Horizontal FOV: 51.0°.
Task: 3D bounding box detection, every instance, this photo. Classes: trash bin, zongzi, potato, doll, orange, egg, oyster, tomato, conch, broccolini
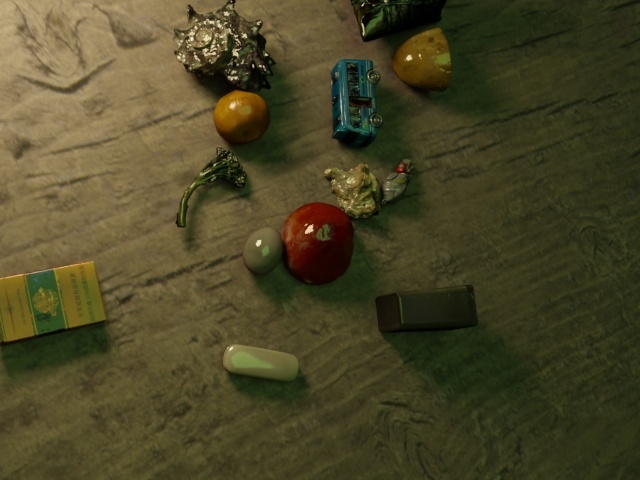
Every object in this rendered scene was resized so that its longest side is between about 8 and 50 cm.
[{"bbox_3d":[0.300,0.198,1.910,0.241,0.164,0.122,-1,79,-22],"label":"trash bin"},{"bbox_3d":[0.276,-0.789,2.014,0.384,0.362,0.318,-9,64,-22],"label":"zongzi"},{"bbox_3d":[0.301,-0.550,2.079,0.158,0.178,0.203,-11,90,-12],"label":"potato"},{"bbox_3d":[0.231,-0.174,2.016,0.180,0.079,0.094,-55,134,-28],"label":"doll"},{"bbox_3d":[-0.214,-0.337,1.819,0.155,0.154,0.134,-5,63,-24],"label":"orange"},{"bbox_3d":[-0.153,0.027,1.789,0.103,0.103,0.134,25,69,-16],"label":"egg"},{"bbox_3d":[0.095,-0.150,1.947,0.191,0.081,0.163,19,78,0],"label":"oyster"},{"bbox_3d":[0.000,0.000,1.841,0.201,0.139,0.232,4,78,-15],"label":"tomato"},{"bbox_3d":[-0.259,-0.512,1.808,0.313,0.186,0.240,37,59,-3],"label":"conch"},{"bbox_3d":[-0.288,-0.126,1.789,0.123,0.062,0.271,29,63,1],"label":"broccolini"}]

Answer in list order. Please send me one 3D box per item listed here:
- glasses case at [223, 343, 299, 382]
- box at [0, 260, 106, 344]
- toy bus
[{"bbox_3d":[-0.154,0.321,1.754,0.204,0.051,0.080,15,74,-19],"label":"glasses case"},{"bbox_3d":[-0.641,0.145,1.580,0.237,0.070,0.152,-12,84,-23],"label":"box"},{"bbox_3d":[0.100,-0.405,1.984,0.135,0.113,0.246,3,76,-18],"label":"toy bus"}]
